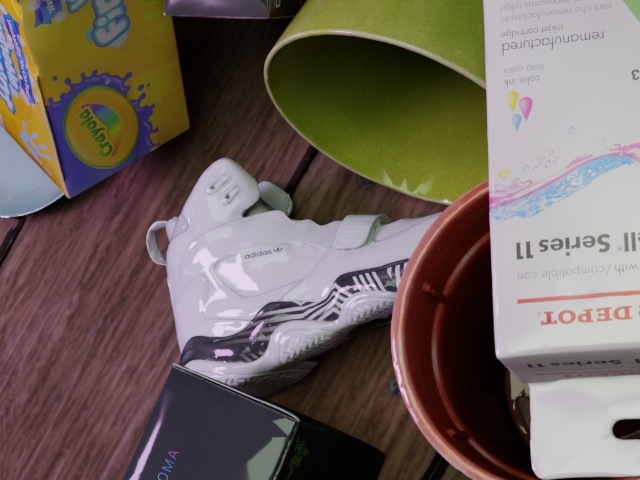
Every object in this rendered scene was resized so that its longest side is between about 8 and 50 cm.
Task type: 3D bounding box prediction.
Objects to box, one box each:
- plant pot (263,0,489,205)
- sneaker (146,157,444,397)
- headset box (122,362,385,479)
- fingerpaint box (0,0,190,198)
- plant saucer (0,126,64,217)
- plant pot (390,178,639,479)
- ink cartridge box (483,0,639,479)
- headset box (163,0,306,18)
[{"bbox_3d":[0.130,-0.226,1.444,0.275,0.275,0.293,15,66,21],"label":"plant pot"},{"bbox_3d":[0.000,0.000,1.471,0.366,0.137,0.210,-27,72,13],"label":"sneaker"},{"bbox_3d":[-0.080,0.259,1.355,0.131,0.283,0.246,21,83,22],"label":"headset box"},{"bbox_3d":[-0.310,-0.321,1.464,0.163,0.445,0.371,-33,57,-21],"label":"fingerpaint box"},{"bbox_3d":[-0.321,-0.115,1.662,0.195,0.037,0.195,-4,75,16],"label":"plant saucer"},{"bbox_3d":[0.225,0.100,1.304,0.272,0.265,0.272,-5,74,17],"label":"plant pot"},{"bbox_3d":[0.233,-0.010,1.121,0.207,0.119,0.353,-5,74,16],"label":"ink cartridge box"},{"bbox_3d":[-0.054,-0.323,1.459,0.110,0.293,0.218,4,102,20],"label":"headset box"}]
